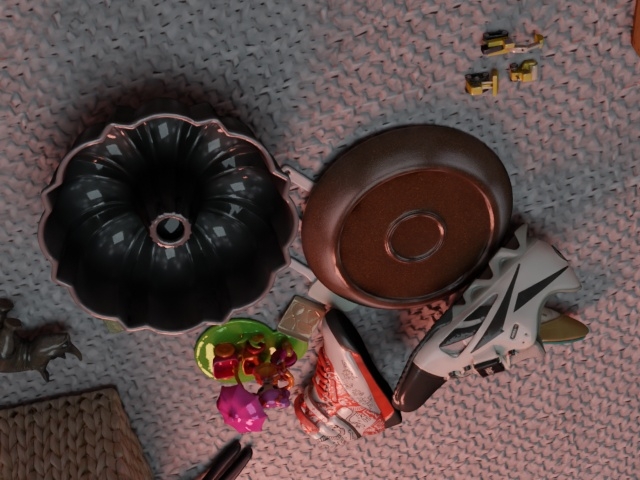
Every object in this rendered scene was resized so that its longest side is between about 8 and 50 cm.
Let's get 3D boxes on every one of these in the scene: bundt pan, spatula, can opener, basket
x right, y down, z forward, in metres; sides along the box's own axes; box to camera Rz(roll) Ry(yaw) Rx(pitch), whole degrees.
[{"bbox_3d":[-0.198,-0.044,1.573,0.331,0.124,0.331,-5,123,-8],"label":"bundt pan"},{"bbox_3d":[0.000,0.000,1.719,0.242,0.019,0.168,30,118,-29],"label":"spatula"},{"bbox_3d":[-0.175,0.401,1.975,0.186,0.073,0.059,-47,129,9],"label":"can opener"},{"bbox_3d":[-0.379,0.443,1.804,0.266,0.328,0.331,-17,128,-2],"label":"basket"}]

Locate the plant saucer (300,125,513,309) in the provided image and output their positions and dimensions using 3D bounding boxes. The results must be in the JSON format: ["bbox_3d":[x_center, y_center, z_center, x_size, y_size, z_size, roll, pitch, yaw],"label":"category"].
[{"bbox_3d":[0.129,-0.015,1.700,0.310,0.050,0.310,-7,126,-10],"label":"plant saucer"}]

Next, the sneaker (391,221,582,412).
[{"bbox_3d":[0.239,0.145,1.738,0.146,0.122,0.330,42,101,12],"label":"sneaker"}]

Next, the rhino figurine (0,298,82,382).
[{"bbox_3d":[-0.456,0.143,1.714,0.243,0.073,0.106,14,120,-21],"label":"rhino figurine"}]

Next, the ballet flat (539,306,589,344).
[{"bbox_3d":[0.294,0.128,1.839,0.232,0.080,0.073,-7,99,-7],"label":"ballet flat"}]

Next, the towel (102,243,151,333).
[{"bbox_3d":[-0.272,0.069,1.718,0.110,0.027,0.148,-12,128,0],"label":"towel"}]

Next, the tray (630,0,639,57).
[{"bbox_3d":[0.502,-0.415,1.456,0.203,0.076,0.411,-7,127,-5],"label":"tray"}]

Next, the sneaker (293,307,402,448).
[{"bbox_3d":[0.017,0.221,1.839,0.145,0.090,0.270,-24,135,7],"label":"sneaker"}]

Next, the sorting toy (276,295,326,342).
[{"bbox_3d":[-0.018,0.121,1.807,0.083,0.012,0.062,24,103,-24],"label":"sorting toy"}]

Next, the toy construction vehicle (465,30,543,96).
[{"bbox_3d":[0.240,-0.227,1.576,0.098,0.035,0.086,-6,128,-5],"label":"toy construction vehicle"}]

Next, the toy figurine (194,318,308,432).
[{"bbox_3d":[-0.093,0.212,1.776,0.173,0.159,0.130,-5,128,-7],"label":"toy figurine"}]
